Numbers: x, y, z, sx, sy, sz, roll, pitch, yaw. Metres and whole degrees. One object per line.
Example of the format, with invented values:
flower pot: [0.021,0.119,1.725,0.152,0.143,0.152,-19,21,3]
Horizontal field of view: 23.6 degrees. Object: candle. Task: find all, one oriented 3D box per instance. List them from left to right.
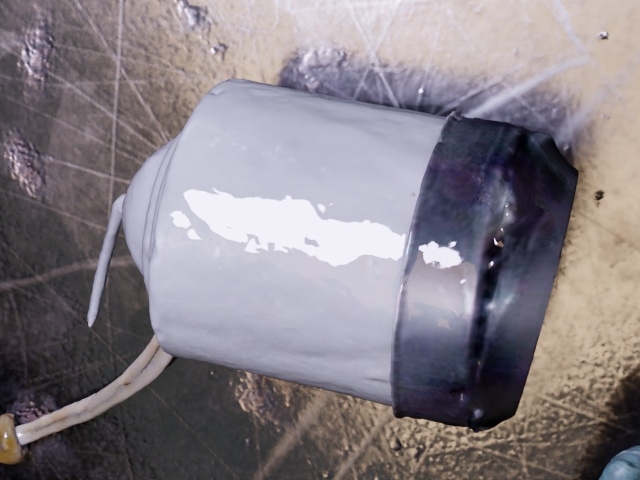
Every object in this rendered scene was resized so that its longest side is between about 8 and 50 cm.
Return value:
candle: [0.000,0.000,1.090,0.343,0.221,0.221,13,106,11]

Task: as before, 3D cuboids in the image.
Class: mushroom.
mushroom: [-0.163,0.088,1.249,0.068,0.043,0.306,41,108,-19]

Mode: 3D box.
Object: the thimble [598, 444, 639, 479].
thimble: [0.288,0.258,1.090,0.235,0.198,0.143,26,110,13]
